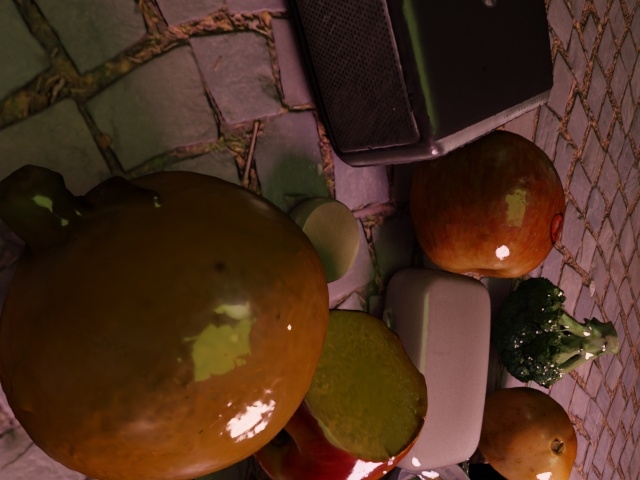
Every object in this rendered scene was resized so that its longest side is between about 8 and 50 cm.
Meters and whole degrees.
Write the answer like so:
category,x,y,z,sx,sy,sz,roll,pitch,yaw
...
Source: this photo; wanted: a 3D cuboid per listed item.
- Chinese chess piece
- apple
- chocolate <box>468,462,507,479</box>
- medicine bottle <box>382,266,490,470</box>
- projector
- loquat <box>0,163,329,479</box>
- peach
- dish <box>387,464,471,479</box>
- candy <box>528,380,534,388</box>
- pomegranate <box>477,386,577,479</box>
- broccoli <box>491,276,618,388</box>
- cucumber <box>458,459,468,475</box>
category,x,y,z,sx,sy,sz,roll,pitch,yaw
Chinese chess piece,0.000,0.000,0.818,0.144,0.058,0.144,-7,100,-40
apple,0.295,-0.045,0.908,0.309,0.277,0.250,37,51,-33
chocolate,0.372,0.658,1.171,0.224,0.206,0.177,12,130,-31
medicine bottle,0.224,0.246,0.981,0.282,0.123,0.375,12,81,-40
projector,0.165,-0.369,0.809,0.395,0.242,0.405,-29,110,-33
loquat,-0.163,0.067,0.503,0.328,0.328,0.359,-56,131,-23
peach,0.015,0.218,0.724,0.275,0.245,0.248,-11,94,-39
dish,0.203,0.577,1.002,0.273,0.134,0.273,25,45,-28
candy,0.584,0.372,1.367,0.060,0.060,0.200,16,92,-41
pomegranate,0.473,0.449,1.154,0.233,0.233,0.233,-4,97,-41
broccoli,0.544,0.221,1.173,0.270,0.270,0.269,0,90,-69
cucumber,0.307,0.415,1.118,0.067,0.067,0.245,3,90,-41
